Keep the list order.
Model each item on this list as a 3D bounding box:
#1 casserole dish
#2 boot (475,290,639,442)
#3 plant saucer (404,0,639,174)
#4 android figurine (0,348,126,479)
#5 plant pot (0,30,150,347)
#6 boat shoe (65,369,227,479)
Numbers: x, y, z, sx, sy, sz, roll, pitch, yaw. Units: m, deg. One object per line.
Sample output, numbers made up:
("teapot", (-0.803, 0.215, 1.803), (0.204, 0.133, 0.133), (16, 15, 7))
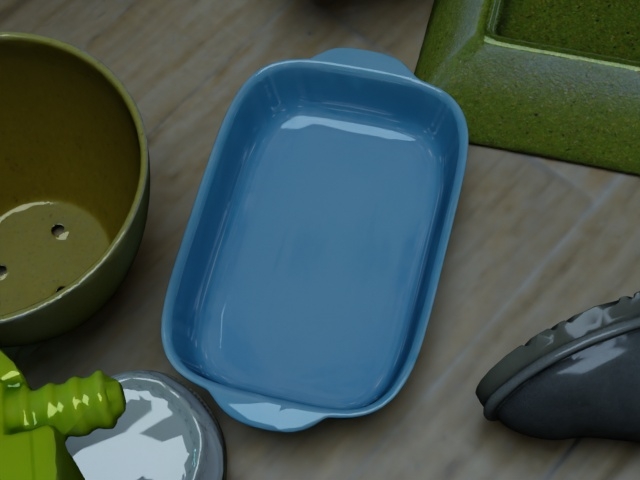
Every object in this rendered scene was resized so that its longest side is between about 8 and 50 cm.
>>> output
("casserole dish", (0.000, 0.000, 0.545), (0.114, 0.037, 0.188), (12, 66, 9))
("boot", (0.179, 0.115, 0.460), (0.189, 0.076, 0.208), (-16, 67, -3))
("plant saucer", (0.151, -0.126, 0.591), (0.188, 0.045, 0.188), (12, 66, 9))
("android figurine", (-0.188, 0.110, 0.376), (0.272, 0.056, 0.248), (-14, 49, 0))
("plant pot", (-0.133, -0.007, 0.523), (0.134, 0.095, 0.134), (-1, 64, 2))
("boat shoe", (-0.151, 0.157, 0.440), (0.113, 0.103, 0.302), (37, 71, 20))
